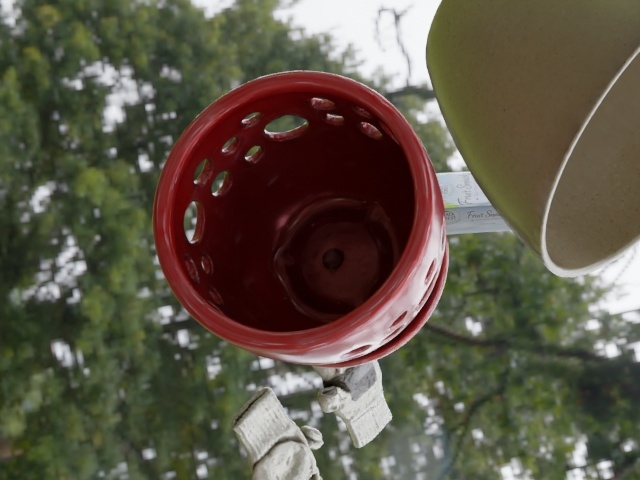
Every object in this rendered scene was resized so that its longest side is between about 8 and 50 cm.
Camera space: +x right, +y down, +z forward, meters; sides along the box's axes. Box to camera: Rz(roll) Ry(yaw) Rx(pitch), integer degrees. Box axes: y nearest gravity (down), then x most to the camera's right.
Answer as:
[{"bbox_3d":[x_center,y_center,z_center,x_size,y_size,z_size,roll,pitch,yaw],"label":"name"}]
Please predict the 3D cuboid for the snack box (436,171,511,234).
[{"bbox_3d":[0.191,-0.046,1.399,0.100,0.141,0.037,-81,166,-64],"label":"snack box"}]

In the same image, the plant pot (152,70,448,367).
[{"bbox_3d":[0.000,0.000,0.855,0.174,0.191,0.191,47,25,-67],"label":"plant pot"}]

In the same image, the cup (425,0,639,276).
[{"bbox_3d":[0.241,-0.166,1.176,0.237,0.331,0.331,41,-34,29],"label":"cup"}]

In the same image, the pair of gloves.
[{"bbox_3d":[-0.002,0.247,1.631,0.042,0.240,0.204,29,-35,44],"label":"pair of gloves"}]
